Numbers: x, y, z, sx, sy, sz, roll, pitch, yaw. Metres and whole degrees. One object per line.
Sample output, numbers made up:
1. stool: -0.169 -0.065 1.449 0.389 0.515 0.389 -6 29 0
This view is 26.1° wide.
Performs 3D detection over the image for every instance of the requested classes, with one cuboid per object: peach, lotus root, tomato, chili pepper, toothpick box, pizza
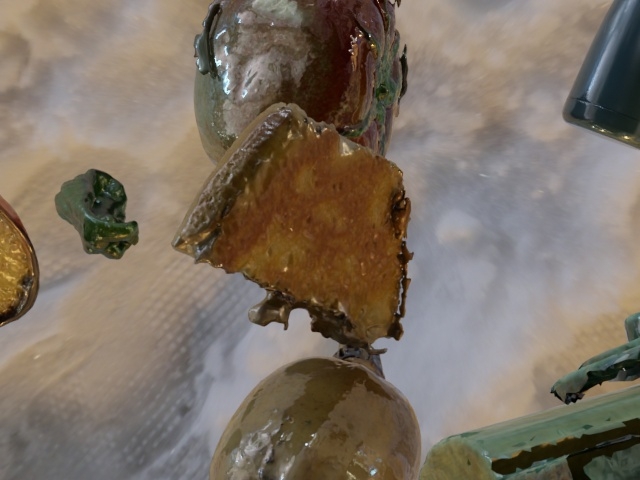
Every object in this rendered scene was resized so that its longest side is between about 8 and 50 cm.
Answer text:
1. peach: -0.401 -0.012 1.408 0.189 0.068 0.279 -22 130 5
2. lotus root: 0.007 0.192 1.301 0.182 0.310 0.183 9 120 16
3. tomato: -0.028 -0.198 1.716 0.239 0.303 0.304 8 94 15
4. chili pepper: -0.248 -0.030 1.543 0.100 0.257 0.074 28 99 -17
5. toothpick box: 0.384 -0.213 1.707 0.120 0.120 0.184 21 96 1
6. pizza: 0.000 0.000 1.240 0.297 0.071 0.189 35 82 -42

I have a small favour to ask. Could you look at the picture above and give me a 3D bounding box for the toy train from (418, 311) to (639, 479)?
1. toy train: 0.172 0.083 0.432 0.307 0.189 0.126 -13 67 -18
